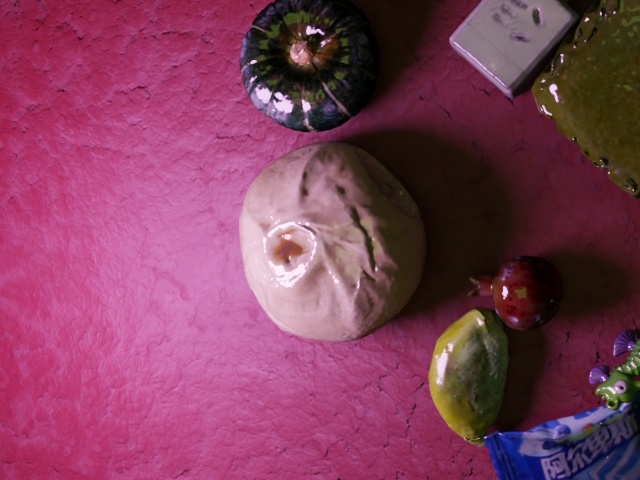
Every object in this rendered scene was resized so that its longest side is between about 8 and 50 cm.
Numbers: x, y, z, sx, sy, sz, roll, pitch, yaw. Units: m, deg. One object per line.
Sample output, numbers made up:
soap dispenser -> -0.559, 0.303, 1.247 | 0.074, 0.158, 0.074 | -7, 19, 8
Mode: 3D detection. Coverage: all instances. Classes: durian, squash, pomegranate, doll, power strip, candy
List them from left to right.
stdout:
squash -> -0.017, -0.317, 1.419 | 0.252, 0.165, 0.252 | 1, 94, 14
durian -> 0.261, 0.241, 1.418 | 0.139, 0.101, 0.250 | 13, 98, 15
pomegranate -> 0.336, 0.079, 1.374 | 0.159, 0.129, 0.129 | 31, 103, 21
power strip -> 0.341, -0.365, 1.322 | 0.140, 0.139, 0.224 | 43, 105, 10
candy -> 0.461, 0.365, 1.384 | 0.331, 0.077, 0.187 | -23, 90, 15
doll -> 0.535, 0.206, 1.336 | 0.190, 0.050, 0.115 | -48, 47, -11

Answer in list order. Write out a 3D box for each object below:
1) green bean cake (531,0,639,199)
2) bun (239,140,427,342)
green bean cake -> 0.531, -0.246, 1.189 | 0.335, 0.218, 0.319 | 42, 126, 2
bun -> -0.003, 0.003, 1.400 | 0.364, 0.202, 0.364 | -1, 87, 28
